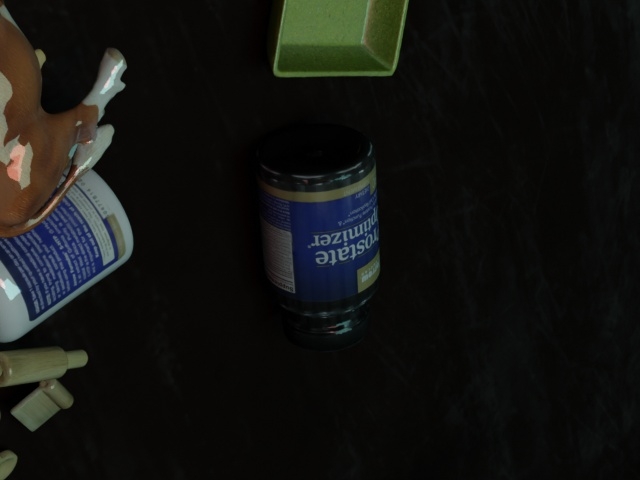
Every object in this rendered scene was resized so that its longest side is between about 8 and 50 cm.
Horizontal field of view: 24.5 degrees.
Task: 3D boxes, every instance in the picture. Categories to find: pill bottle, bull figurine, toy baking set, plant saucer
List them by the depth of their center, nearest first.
[{"bbox_3d":[-0.265,-0.159,1.143,0.188,0.101,0.310,-39,124,-35],"label":"bull figurine"},{"bbox_3d":[-0.260,0.020,1.241,0.186,0.112,0.112,-38,133,-32],"label":"pill bottle"},{"bbox_3d":[-0.300,0.173,1.266,0.197,0.030,0.256,-57,159,11],"label":"toy baking set"},{"bbox_3d":[0.016,-0.261,1.481,0.188,0.045,0.188,-7,113,-47],"label":"plant saucer"},{"bbox_3d":[0.000,0.000,1.522,0.123,0.123,0.219,-31,131,-36],"label":"pill bottle"}]
